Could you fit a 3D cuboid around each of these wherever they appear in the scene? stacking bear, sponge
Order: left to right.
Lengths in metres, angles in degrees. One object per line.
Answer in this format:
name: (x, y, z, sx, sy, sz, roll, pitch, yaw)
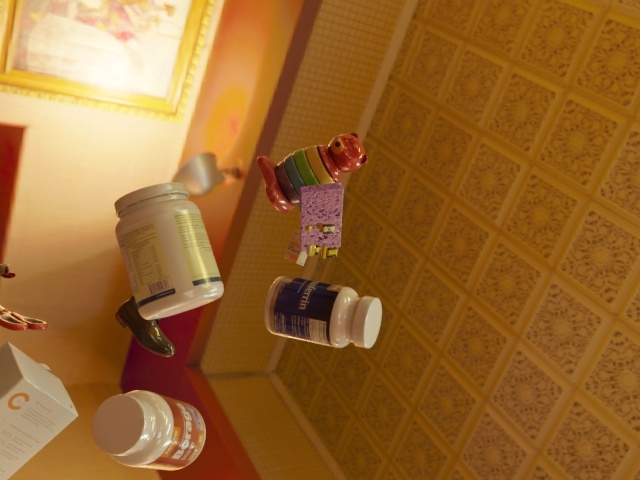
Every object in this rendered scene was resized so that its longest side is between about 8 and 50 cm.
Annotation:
stacking bear: (-0.008, -0.207, 2.060, 0.288, 0.164, 0.176, -26, -122, 13)
sponge: (0.001, -0.063, 1.993, 0.031, 0.117, 0.210, -107, -166, -48)

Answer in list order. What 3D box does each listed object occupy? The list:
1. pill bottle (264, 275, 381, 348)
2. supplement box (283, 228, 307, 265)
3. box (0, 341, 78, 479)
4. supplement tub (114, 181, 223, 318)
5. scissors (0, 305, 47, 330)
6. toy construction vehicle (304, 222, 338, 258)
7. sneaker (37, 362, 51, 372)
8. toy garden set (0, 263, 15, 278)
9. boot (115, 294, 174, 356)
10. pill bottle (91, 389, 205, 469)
pill bottle: (0.008, 0.181, 1.781, 0.264, 0.153, 0.153, 9, -85, 21)
supplement box: (-0.065, 0.021, 2.218, 0.062, 0.036, 0.099, 20, -93, 43)
box: (-0.835, 0.467, 1.821, 0.345, 0.215, 0.168, -42, -136, -9)
supplement tub: (-0.414, 0.029, 1.942, 0.235, 0.235, 0.325, -27, -101, 50)
scissors: (-0.779, 0.178, 1.768, 0.297, 0.109, 0.021, 14, -85, 40)
toy construction vehicle: (0.000, 0.000, 1.728, 0.035, 0.098, 0.086, 19, -72, 47)
sneaker: (-0.953, 0.479, 2.247, 0.153, 0.268, 0.101, 32, -54, 40)
toy garden set: (-0.918, 0.067, 1.897, 0.244, 0.203, 0.049, 7, -87, 34)
boot: (-0.517, 0.258, 2.188, 0.219, 0.082, 0.106, 39, -58, -3)
pill bottle: (-0.285, 0.317, 1.201, 0.121, 0.216, 0.121, -5, -110, 13)
